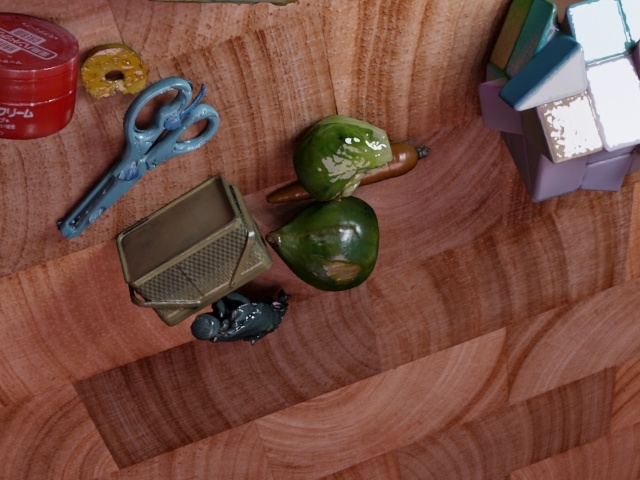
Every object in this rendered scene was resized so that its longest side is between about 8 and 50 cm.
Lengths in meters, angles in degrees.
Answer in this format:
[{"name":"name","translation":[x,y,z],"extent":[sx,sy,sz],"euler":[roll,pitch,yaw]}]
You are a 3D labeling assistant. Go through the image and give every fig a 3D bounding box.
[{"name":"fig","translation":[0.000,0.000,1.818],"extent":[0.245,0.195,0.195],"euler":[9,124,-20]}]

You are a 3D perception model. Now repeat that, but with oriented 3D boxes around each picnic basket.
[{"name":"picnic basket","translation":[-0.238,0.020,1.736],"extent":[0.267,0.165,0.139],"euler":[-31,132,3]}]

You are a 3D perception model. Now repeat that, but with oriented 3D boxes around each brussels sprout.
[{"name":"brussels sprout","translation":[0.036,-0.159,1.717],"extent":[0.183,0.131,0.145],"euler":[-39,98,3]}]

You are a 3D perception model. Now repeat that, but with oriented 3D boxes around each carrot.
[{"name":"carrot","translation":[0.055,-0.128,1.811],"extent":[0.336,0.069,0.069],"euler":[-18,133,-3]}]

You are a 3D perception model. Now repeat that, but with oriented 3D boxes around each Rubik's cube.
[{"name":"Rubik's cube","translation":[0.469,-0.283,1.670],"extent":[0.358,0.387,0.368],"euler":[-17,151,-4]}]

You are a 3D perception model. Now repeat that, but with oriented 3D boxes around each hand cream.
[{"name":"hand cream","translation":[-0.461,-0.248,1.395],"extent":[0.193,0.193,0.125],"euler":[-3,129,-21]}]

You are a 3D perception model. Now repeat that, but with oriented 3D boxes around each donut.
[{"name":"donut","translation":[-0.338,-0.281,1.520],"extent":[0.108,0.043,0.097],"euler":[-7,133,-18]}]

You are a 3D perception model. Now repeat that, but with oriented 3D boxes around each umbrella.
[{"name":"umbrella","translation":[-0.166,0.152,1.833],"extent":[0.143,0.094,0.349],"euler":[-48,165,13]}]

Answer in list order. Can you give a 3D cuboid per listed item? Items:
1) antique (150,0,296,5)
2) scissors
[{"name":"antique","translation":[-0.163,-0.420,1.347],"extent":[0.284,0.150,0.125],"euler":[-13,151,-33]},{"name":"scissors","translation":[-0.334,-0.134,1.639],"extent":[0.393,0.032,0.180],"euler":[-42,143,17]}]
